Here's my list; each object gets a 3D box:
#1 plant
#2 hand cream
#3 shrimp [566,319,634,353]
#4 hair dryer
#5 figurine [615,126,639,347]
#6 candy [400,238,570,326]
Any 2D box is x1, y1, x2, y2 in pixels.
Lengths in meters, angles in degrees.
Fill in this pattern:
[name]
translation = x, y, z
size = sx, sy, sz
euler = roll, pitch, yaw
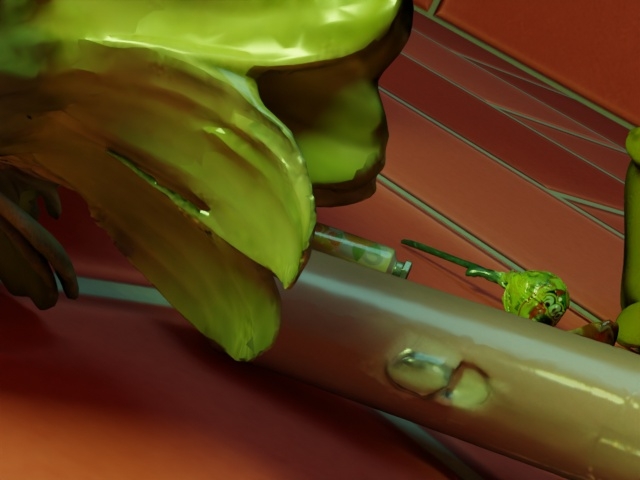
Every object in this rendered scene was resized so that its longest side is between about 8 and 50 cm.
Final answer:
[plant]
translation = -0.138, -0.105, 0.465
size = 0.306, 0.261, 0.297
euler = 20, 7, 33
[hand cream]
translation = 0.000, 0.000, 0.876
size = 0.102, 0.022, 0.035
euler = 23, 17, 5
[shrimp]
translation = 0.158, 0.054, 0.774
size = 0.095, 0.045, 0.162
euler = 30, -21, 13
[hair dryer]
translation = 0.103, 0.076, 0.612
size = 0.352, 0.125, 0.210
euler = 17, 13, 5
[figurine]
translation = 0.315, 0.003, 1.113
size = 0.169, 0.218, 0.327
euler = 6, -3, 28
[candy]
translation = 0.096, 0.020, 0.979
size = 0.123, 0.035, 0.035
euler = 25, 27, 34
